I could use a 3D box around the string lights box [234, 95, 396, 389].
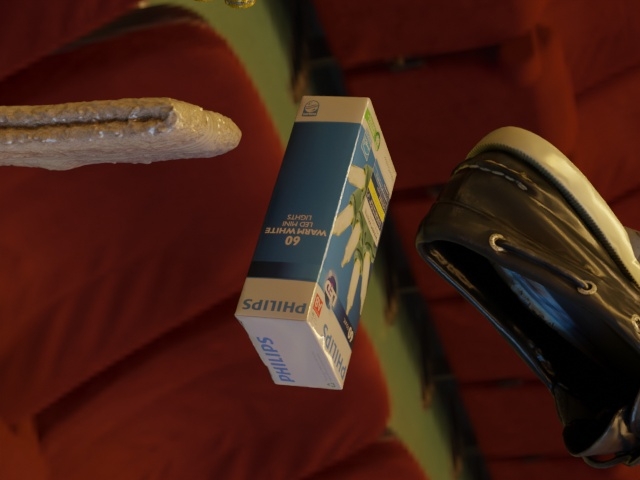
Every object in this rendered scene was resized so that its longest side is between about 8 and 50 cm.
[{"bbox_3d":[0.000,0.000,1.463,0.133,0.077,0.259,65,34,-53],"label":"string lights box"}]

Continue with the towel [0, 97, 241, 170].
[{"bbox_3d":[-0.233,-0.096,1.389,0.187,0.282,0.049,2,86,-77],"label":"towel"}]

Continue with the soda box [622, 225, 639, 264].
[{"bbox_3d":[0.332,0.063,1.504,0.286,0.098,0.091,28,86,-50],"label":"soda box"}]

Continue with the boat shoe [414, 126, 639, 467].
[{"bbox_3d":[0.188,0.087,0.956,0.113,0.127,0.340,-40,94,-30],"label":"boat shoe"}]

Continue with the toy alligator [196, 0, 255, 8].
[{"bbox_3d":[-0.109,-0.255,1.365,0.051,0.190,0.056,-49,147,-50],"label":"toy alligator"}]
